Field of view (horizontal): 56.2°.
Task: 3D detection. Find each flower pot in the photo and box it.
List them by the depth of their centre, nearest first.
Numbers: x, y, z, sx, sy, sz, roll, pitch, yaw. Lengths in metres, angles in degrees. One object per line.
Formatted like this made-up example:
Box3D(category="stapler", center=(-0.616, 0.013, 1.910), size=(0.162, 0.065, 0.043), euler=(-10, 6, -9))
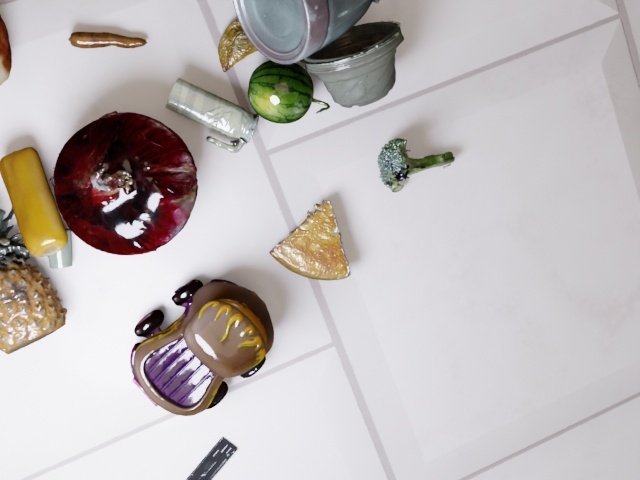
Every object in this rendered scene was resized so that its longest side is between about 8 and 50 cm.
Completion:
Box3D(category="flower pot", center=(0.084, -0.389, 1.346), size=(0.235, 0.235, 0.140), euler=(-27, 123, -7))

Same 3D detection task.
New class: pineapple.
Box3D(category="pineapple", center=(-0.678, 0.063, 1.279), size=(0.169, 0.169, 0.340), euler=(-25, 94, -7))

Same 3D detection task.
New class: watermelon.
Box3D(category="watermelon", center=(-0.070, -0.327, 1.347), size=(0.187, 0.140, 0.141), euler=(16, 93, -16))

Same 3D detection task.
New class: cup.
Box3D(category="cup", center=(-0.589, 0.018, 1.330), size=(0.075, 0.054, 0.083), euler=(-3, 99, -11))

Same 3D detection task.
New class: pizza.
Box3D(category="pizza", center=(0.000, 0.000, 1.438), size=(0.201, 0.053, 0.193), euler=(24, 93, -1))

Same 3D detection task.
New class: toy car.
Box3D(category="toy car", center=(-0.259, 0.243, 1.325), size=(0.340, 0.240, 0.271), euler=(-42, 100, -7))

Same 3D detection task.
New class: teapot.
Box3D(category="teapot", center=(-0.030, -0.573, 1.289), size=(0.312, 0.233, 0.315), euler=(-38, 84, -32))
Box3D(category="teapot", center=(-0.246, -0.275, 1.350), size=(0.200, 0.077, 0.107), euler=(23, 98, -13))

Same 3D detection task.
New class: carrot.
Box3D(category="carrot", center=(-0.463, -0.438, 1.311), size=(0.165, 0.035, 0.036), euler=(-4, 97, -13))

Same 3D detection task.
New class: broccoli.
Box3D(category="broccoli", center=(0.231, -0.187, 1.447), size=(0.204, 0.118, 0.122), euler=(-8, 87, -26))

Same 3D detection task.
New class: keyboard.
Box3D(category="keyboard", center=(-0.273, 0.557, 1.476), size=(0.053, 0.010, 0.155), euler=(42, 88, -12))

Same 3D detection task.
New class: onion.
Box3D(category="onion", center=(-0.416, -0.113, 1.256), size=(0.314, 0.232, 0.314), euler=(1, 99, 9))

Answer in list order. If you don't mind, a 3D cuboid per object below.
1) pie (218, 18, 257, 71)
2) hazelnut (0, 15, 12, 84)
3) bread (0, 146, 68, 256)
Box3D(category="pie", center=(-0.165, -0.462, 1.366), size=(0.170, 0.034, 0.092), euler=(-26, 103, -1))
Box3D(category="hazelnut", center=(-0.748, -0.413, 1.184), size=(0.261, 0.261, 0.241), euler=(4, 64, -11))
Box3D(category="bread", center=(-0.613, -0.084, 1.268), size=(0.092, 0.074, 0.239), euler=(-29, 80, 30))
